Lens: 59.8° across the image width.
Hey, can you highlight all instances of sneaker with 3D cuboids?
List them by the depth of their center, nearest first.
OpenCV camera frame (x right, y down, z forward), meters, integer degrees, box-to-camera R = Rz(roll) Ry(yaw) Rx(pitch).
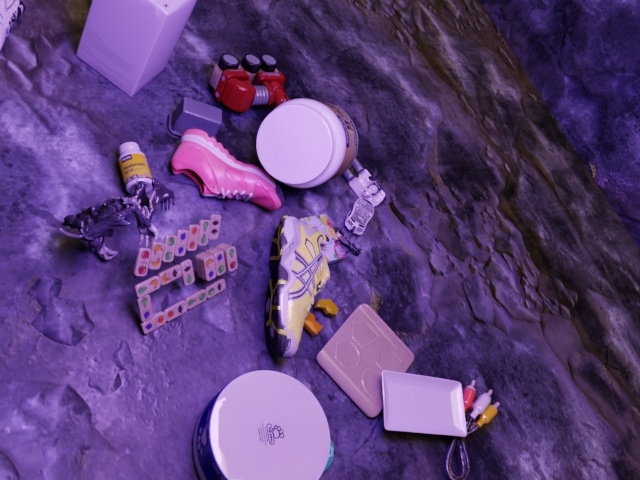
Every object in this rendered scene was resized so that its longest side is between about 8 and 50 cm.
[{"bbox_3d":[-0.753,-0.542,1.323,0.086,0.085,0.237,6,60,-28],"label":"sneaker"},{"bbox_3d":[-0.048,0.104,1.360,0.147,0.145,0.384,14,55,-14],"label":"sneaker"},{"bbox_3d":[-0.245,-0.148,1.442,0.314,0.116,0.136,32,64,-12],"label":"sneaker"}]

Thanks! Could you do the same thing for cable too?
[{"bbox_3d":[0.382,0.494,1.480,0.139,0.072,0.287,41,46,1],"label":"cable"}]

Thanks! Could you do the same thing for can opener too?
[{"bbox_3d":[0.103,-0.221,1.763,0.280,0.074,0.093,52,11,2],"label":"can opener"}]

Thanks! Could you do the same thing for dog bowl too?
[{"bbox_3d":[-0.117,0.405,1.133,0.265,0.104,0.264,17,50,-21],"label":"dog bowl"}]

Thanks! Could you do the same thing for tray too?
[{"bbox_3d":[0.261,0.421,1.424,0.271,0.030,0.145,15,59,-28],"label":"tray"}]

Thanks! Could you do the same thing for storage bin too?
[{"bbox_3d":[-0.329,-0.314,1.480,0.135,0.091,0.098,14,55,-28],"label":"storage bin"}]

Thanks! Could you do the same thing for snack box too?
[{"bbox_3d":[0.000,0.000,1.550,0.100,0.037,0.141,-13,70,-39],"label":"snack box"}]

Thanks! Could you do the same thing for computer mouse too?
[{"bbox_3d":[0.105,-0.049,1.660,0.106,0.042,0.193,35,52,-6],"label":"computer mouse"}]

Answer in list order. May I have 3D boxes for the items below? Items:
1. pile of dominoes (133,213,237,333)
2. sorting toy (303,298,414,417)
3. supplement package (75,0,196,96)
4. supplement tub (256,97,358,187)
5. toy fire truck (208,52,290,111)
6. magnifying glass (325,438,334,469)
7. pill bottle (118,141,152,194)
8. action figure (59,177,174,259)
[{"bbox_3d":[-0.285,0.070,1.204,0.040,0.195,0.251,17,32,34],"label":"pile of dominoes"},{"bbox_3d":[0.085,0.271,1.438,0.307,0.041,0.229,48,50,0],"label":"sorting toy"},{"bbox_3d":[-0.458,-0.548,1.397,0.178,0.293,0.175,38,46,-11],"label":"supplement package"},{"bbox_3d":[-0.031,-0.261,1.495,0.228,0.228,0.316,48,17,0],"label":"supplement tub"},{"bbox_3d":[-0.184,-0.404,1.626,0.217,0.158,0.246,-16,62,-42],"label":"toy fire truck"},{"bbox_3d":[-0.051,0.500,1.195,0.092,0.026,0.231,49,44,2],"label":"magnifying glass"},{"bbox_3d":[-0.442,-0.173,1.321,0.065,0.065,0.116,-6,65,-39],"label":"pill bottle"},{"bbox_3d":[-0.412,-0.033,1.162,0.275,0.164,0.140,-54,135,-59],"label":"action figure"}]
